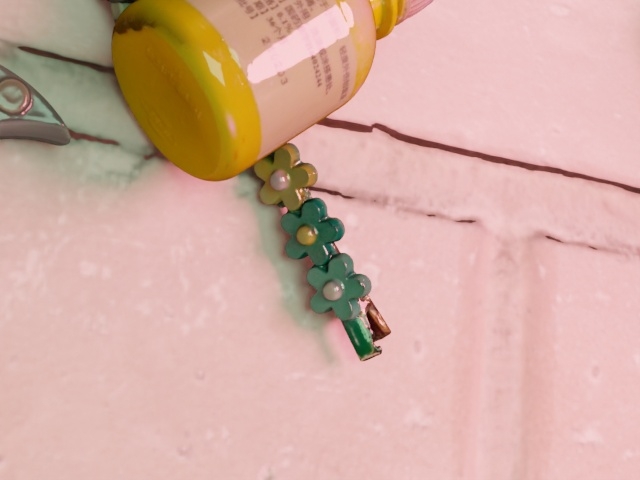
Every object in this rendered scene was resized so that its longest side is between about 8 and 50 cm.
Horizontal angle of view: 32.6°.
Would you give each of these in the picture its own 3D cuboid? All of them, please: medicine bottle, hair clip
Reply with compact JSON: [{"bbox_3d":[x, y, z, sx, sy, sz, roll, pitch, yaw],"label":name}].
[{"bbox_3d":[-0.017,-0.138,0.703,0.212,0.122,0.122,-36,97,-27],"label":"medicine bottle"},{"bbox_3d":[0.001,0.000,0.730,0.049,0.049,0.173,-30,94,-28],"label":"hair clip"}]

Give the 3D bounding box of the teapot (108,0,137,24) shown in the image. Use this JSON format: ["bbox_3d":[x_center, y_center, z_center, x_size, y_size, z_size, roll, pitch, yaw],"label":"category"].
[{"bbox_3d":[-0.113,-0.175,0.703,0.057,0.066,0.088,-14,110,-45],"label":"teapot"}]

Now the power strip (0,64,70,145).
[{"bbox_3d":[-0.238,-0.046,0.621,0.137,0.044,0.216,38,67,-15],"label":"power strip"}]
